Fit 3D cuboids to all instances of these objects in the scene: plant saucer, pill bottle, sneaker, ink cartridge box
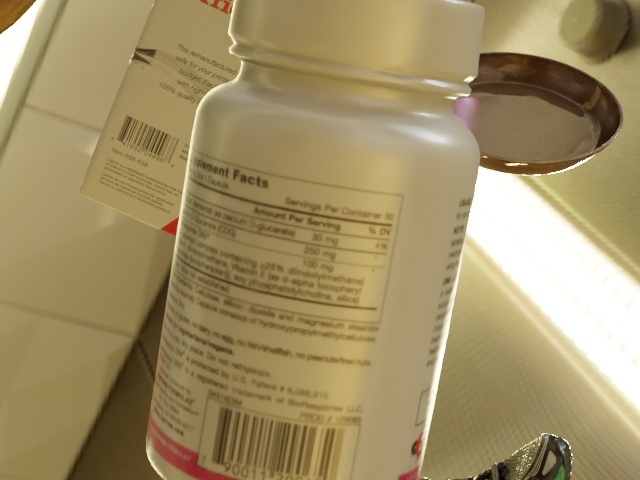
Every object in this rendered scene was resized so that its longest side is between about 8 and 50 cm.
[{"bbox_3d":[0.159,-0.101,0.941,0.168,0.168,0.029,-115,-159,-49],"label":"plant saucer"},{"bbox_3d":[0.000,0.000,0.646,0.160,0.160,0.283,28,-70,60],"label":"pill bottle"},{"bbox_3d":[0.153,0.333,1.367,0.343,0.146,0.134,-41,180,20],"label":"sneaker"},{"bbox_3d":[-0.104,-0.141,1.210,0.114,0.197,0.272,-81,-164,-74],"label":"ink cartridge box"}]

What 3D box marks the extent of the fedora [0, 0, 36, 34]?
[{"bbox_3d":[-0.265,-0.200,0.822,0.079,0.194,0.194,78,20,-74],"label":"fedora"}]
